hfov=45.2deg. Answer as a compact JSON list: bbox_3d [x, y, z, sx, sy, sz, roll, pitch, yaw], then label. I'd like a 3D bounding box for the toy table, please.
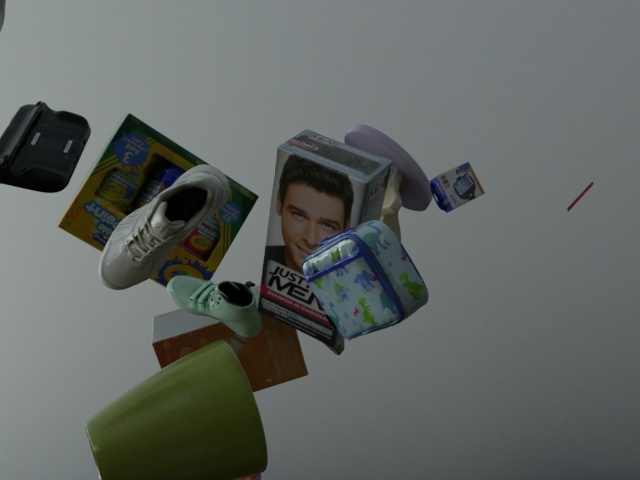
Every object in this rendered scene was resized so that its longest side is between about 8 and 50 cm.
[{"bbox_3d":[0.130,-0.122,1.824,0.274,0.161,0.252,40,-23,-12],"label":"toy table"}]

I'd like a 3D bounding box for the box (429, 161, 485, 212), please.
[{"bbox_3d":[0.293,-0.114,1.665,0.136,0.081,0.028,-26,-3,-41],"label":"box"}]

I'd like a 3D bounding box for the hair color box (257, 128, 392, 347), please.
[{"bbox_3d":[0.000,0.000,1.458,0.185,0.113,0.375,23,-55,20],"label":"hair color box"}]

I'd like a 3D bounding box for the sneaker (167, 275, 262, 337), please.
[{"bbox_3d":[-0.246,0.115,1.766,0.255,0.094,0.151,24,-34,16],"label":"sneaker"}]

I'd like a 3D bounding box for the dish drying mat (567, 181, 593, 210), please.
[{"bbox_3d":[0.607,-0.104,1.798,0.083,0.008,0.032,-53,-10,24],"label":"dish drying mat"}]

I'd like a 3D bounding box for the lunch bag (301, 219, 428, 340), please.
[{"bbox_3d":[0.065,0.066,1.285,0.090,0.176,0.219,-30,2,-31],"label":"lunch bag"}]

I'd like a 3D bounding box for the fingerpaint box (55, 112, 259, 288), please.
[{"bbox_3d":[-0.465,-0.087,2.213,0.444,0.371,0.163,33,-9,-20],"label":"fingerpaint box"}]

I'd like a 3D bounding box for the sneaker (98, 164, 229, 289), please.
[{"bbox_3d":[-0.228,-0.019,1.070,0.232,0.090,0.115,-46,6,2],"label":"sneaker"}]

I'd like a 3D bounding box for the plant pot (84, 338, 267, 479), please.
[{"bbox_3d":[-0.289,0.365,1.477,0.293,0.275,0.275,-16,-15,-22],"label":"plant pot"}]

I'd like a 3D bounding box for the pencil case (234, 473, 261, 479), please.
[{"bbox_3d":[-0.246,0.567,1.767,0.236,0.105,0.104,-12,-9,-47],"label":"pencil case"}]

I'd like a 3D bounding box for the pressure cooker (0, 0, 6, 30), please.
[{"bbox_3d":[-0.737,-0.394,1.292,0.369,0.421,0.375,21,-45,-19],"label":"pressure cooker"}]

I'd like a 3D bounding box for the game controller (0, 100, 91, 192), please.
[{"bbox_3d":[-0.606,-0.205,1.671,0.166,0.319,0.067,20,-58,-16],"label":"game controller"}]

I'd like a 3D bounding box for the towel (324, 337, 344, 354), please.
[{"bbox_3d":[-0.028,0.071,1.880,0.056,0.324,0.312,-22,-51,27],"label":"towel"}]

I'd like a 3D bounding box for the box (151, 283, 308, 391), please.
[{"bbox_3d":[-0.230,0.266,1.952,0.345,0.215,0.168,-17,20,-5],"label":"box"}]
